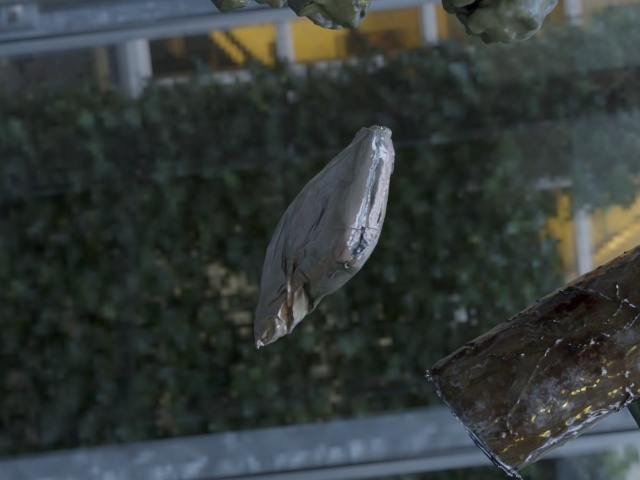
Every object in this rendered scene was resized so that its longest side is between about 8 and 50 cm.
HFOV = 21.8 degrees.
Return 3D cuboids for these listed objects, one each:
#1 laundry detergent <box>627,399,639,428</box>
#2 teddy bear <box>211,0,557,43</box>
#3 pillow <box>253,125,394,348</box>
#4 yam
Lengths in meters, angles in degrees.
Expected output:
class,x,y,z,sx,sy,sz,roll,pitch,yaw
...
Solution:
class,x,y,z,sx,sy,sz,roll,pitch,yaw
laundry detergent,0.347,0.191,1.586,0.137,0.063,0.211,69,-2,-52
teddy bear,0.059,-0.294,1.404,0.224,0.367,0.357,47,49,-23
pillow,0.000,0.000,1.583,0.270,0.067,0.173,132,-23,-58
yam,0.237,0.089,1.411,0.131,0.279,0.131,58,4,-7
